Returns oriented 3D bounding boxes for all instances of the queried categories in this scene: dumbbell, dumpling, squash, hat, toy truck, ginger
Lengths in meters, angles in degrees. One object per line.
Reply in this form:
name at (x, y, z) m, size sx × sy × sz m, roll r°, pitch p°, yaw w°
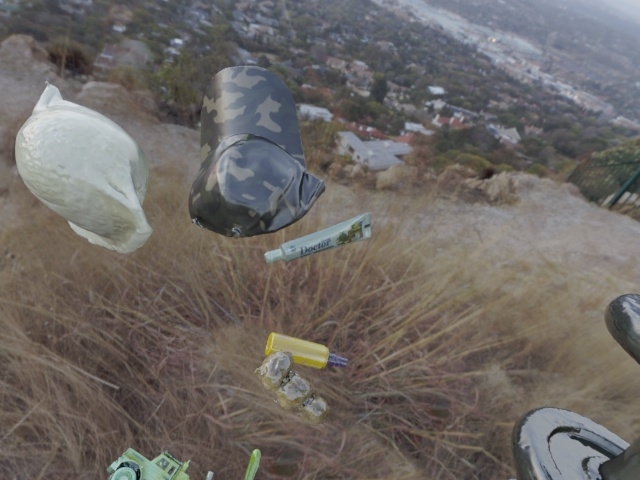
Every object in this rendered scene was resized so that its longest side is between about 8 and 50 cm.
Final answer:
dumbbell at (0.272, 0.159, 0.317) m, size 0.192 × 0.289 × 0.192 m, roll 21°, pitch 21°, yaw -8°
dumpling at (-0.268, -0.065, 0.486) m, size 0.216 × 0.166 × 0.126 m, roll 28°, pitch 42°, yaw 0°
squash at (-0.163, 0.544, 1.002) m, size 0.027 × 0.089 × 0.027 m, roll 19°, pitch -8°, yaw 3°
hat at (-0.194, -0.217, 0.994) m, size 0.367 × 0.381 × 0.257 m, roll -9°, pitch 16°, yaw 12°
toy truck at (-0.325, 0.529, 0.896) m, size 0.260 × 0.128 × 0.135 m, roll 36°, pitch 49°, yaw -6°
ginger at (-0.060, 0.353, 0.988) m, size 0.204 × 0.080 × 0.104 m, roll 50°, pitch 52°, yaw 3°

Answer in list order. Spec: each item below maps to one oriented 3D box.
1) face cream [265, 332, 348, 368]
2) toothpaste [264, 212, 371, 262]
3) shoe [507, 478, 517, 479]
face cream at (-0.038, 0.368, 1.360) m, size 0.274 × 0.078 × 0.078 m, roll 18°, pitch 36°, yaw -14°
toothpaste at (0.000, 0.000, 0.914) m, size 0.256 × 0.067 × 0.037 m, roll -18°, pitch 33°, yaw -17°
shoe at (0.497, 0.657, 1.087) m, size 0.064 × 0.143 × 0.071 m, roll 2°, pitch 52°, yaw 45°
